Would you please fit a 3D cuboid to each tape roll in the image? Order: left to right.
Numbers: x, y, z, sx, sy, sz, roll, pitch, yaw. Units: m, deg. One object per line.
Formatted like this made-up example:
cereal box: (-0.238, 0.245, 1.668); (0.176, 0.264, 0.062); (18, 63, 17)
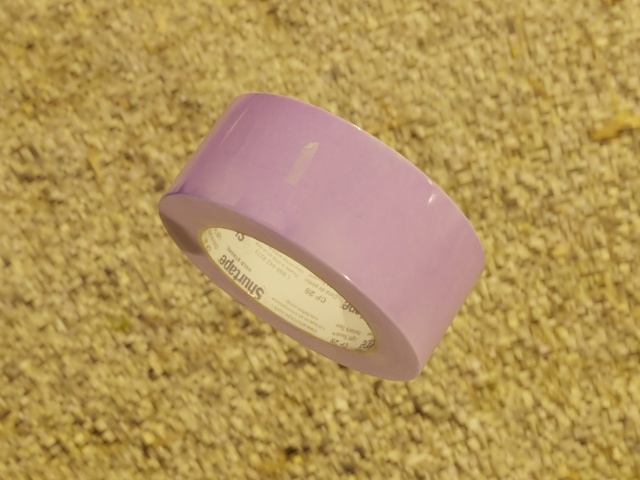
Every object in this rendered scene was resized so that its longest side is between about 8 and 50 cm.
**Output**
tape roll: (0.000, 0.000, 0.930); (0.189, 0.189, 0.080); (22, 68, 32)
